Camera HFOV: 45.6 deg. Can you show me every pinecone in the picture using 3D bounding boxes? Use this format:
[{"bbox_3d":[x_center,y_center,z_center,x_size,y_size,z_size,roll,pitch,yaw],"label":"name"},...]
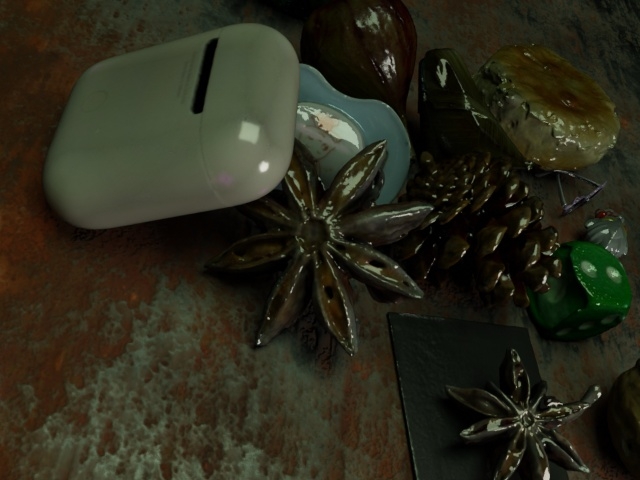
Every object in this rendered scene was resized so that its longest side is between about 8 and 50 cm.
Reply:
[{"bbox_3d":[0.238,-0.013,1.182,0.309,0.244,0.244,43,46,-15],"label":"pinecone"}]

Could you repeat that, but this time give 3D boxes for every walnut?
[{"bbox_3d":[0.534,0.284,1.129,0.198,0.198,0.245,-8,57,-31],"label":"walnut"}]

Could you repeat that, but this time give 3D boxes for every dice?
[{"bbox_3d":[0.426,0.085,1.262,0.120,0.128,0.131,7,52,-24],"label":"dice"}]

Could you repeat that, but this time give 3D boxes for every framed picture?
[{"bbox_3d":[0.235,0.264,1.110,0.255,0.014,0.339,8,52,-21],"label":"framed picture"}]

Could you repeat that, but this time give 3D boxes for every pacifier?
[{"bbox_3d":[0.000,-0.144,1.211,0.287,0.239,0.226,24,17,4],"label":"pacifier"}]

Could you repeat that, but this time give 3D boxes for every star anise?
[{"bbox_3d":[0.291,0.258,1.072,0.231,0.089,0.209,10,64,-12],"label":"star anise"},{"bbox_3d":[0.000,0.002,1.056,0.332,0.331,0.117,50,6,15],"label":"star anise"}]

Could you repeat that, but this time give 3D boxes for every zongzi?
[{"bbox_3d":[0.258,-0.224,1.297,0.112,0.242,0.221,-14,102,-27],"label":"zongzi"}]

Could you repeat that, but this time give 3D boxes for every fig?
[{"bbox_3d":[0.097,-0.281,1.369,0.217,0.217,0.321,-28,99,-38],"label":"fig"}]

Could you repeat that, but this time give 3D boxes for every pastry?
[{"bbox_3d":[0.447,-0.263,1.520,0.329,0.136,0.330,15,45,-15],"label":"pastry"}]

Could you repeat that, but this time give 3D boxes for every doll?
[{"bbox_3d":[0.541,-0.015,1.435,0.094,0.079,0.180,38,36,5],"label":"doll"}]

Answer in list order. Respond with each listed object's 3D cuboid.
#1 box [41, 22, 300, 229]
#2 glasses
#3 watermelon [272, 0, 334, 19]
[{"bbox_3d":[-0.199,-0.157,1.034,0.348,0.141,0.289,-9,49,16],"label":"box"},{"bbox_3d":[0.482,-0.114,1.484,0.140,0.062,0.104,-22,66,-38],"label":"glasses"},{"bbox_3d":[-0.066,-0.549,1.502,0.264,0.151,0.302,24,31,-5],"label":"watermelon"}]
